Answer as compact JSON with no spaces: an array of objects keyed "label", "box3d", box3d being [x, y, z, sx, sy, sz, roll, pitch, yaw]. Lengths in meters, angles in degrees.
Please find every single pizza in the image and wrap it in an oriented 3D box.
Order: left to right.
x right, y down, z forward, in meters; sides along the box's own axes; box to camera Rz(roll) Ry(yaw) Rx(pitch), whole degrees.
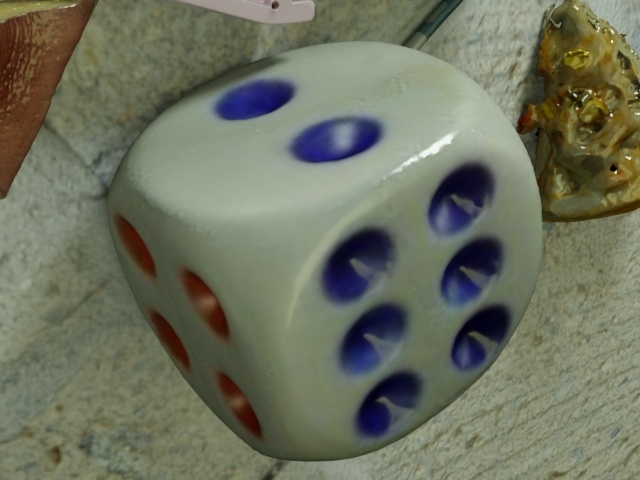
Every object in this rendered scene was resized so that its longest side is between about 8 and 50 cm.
[{"label":"pizza","box3d":[0.342,-0.161,1.203,0.189,0.071,0.297,0,109,7]}]

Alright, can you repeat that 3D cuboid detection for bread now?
[{"label":"bread","box3d":[-0.265,-0.136,0.782,0.119,0.067,0.192,24,97,-51]}]

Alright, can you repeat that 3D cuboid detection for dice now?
[{"label":"dice","box3d":[0.000,0.000,0.897,0.304,0.304,0.277,-30,127,-23]}]

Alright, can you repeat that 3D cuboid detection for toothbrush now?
[{"label":"toothbrush","box3d":[0.182,-0.306,1.082,0.275,0.019,0.025,-47,126,-10]}]

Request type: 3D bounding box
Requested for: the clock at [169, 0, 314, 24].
[{"label":"clock","box3d":[-0.112,-0.336,0.797,0.290,0.080,0.275,1,110,-39]}]
